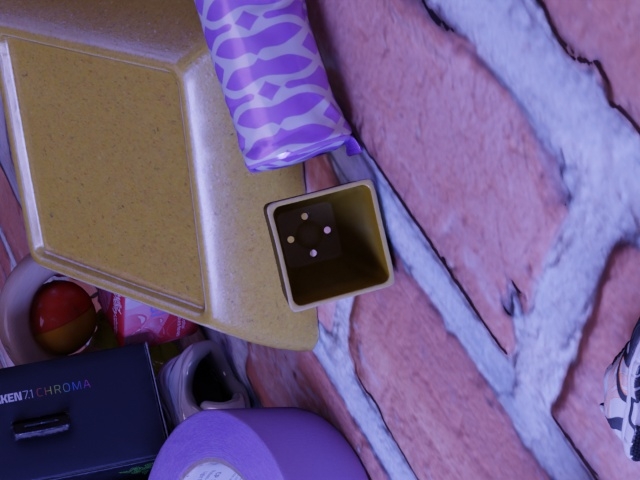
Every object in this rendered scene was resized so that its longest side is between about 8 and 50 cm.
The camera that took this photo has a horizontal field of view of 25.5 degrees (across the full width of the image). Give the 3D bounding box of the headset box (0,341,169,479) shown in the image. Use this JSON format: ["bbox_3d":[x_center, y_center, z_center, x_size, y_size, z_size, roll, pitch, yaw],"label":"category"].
[{"bbox_3d":[-0.297,0.228,1.511,0.283,0.246,0.131,112,145,-62],"label":"headset box"}]

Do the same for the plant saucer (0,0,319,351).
[{"bbox_3d":[-0.164,-0.071,1.223,0.333,0.081,0.332,16,124,36],"label":"plant saucer"}]

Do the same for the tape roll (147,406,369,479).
[{"bbox_3d":[-0.059,0.286,1.255,0.275,0.090,0.274,-8,80,54],"label":"tape roll"}]

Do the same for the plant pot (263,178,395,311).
[{"bbox_3d":[0.000,0.000,1.062,0.083,0.081,0.081,-158,54,-77],"label":"plant pot"}]

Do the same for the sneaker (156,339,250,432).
[{"bbox_3d":[-0.102,0.207,1.431,0.232,0.090,0.115,65,153,17],"label":"sneaker"}]

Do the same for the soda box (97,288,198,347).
[{"bbox_3d":[-0.172,-0.003,1.437,0.083,0.092,0.263,57,153,36],"label":"soda box"}]

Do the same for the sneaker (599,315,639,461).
[{"bbox_3d":[0.170,0.069,0.756,0.044,0.040,0.109,-126,30,-44],"label":"sneaker"}]

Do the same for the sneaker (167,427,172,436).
[{"bbox_3d":[-0.168,0.200,1.603,0.086,0.064,0.192,63,159,11],"label":"sneaker"}]

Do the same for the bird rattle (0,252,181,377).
[{"bbox_3d":[-0.265,0.065,1.587,0.143,0.207,0.253,14,129,44],"label":"bird rattle"}]

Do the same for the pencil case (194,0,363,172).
[{"bbox_3d":[-0.040,-0.152,1.032,0.086,0.088,0.206,-12,93,61],"label":"pencil case"}]
